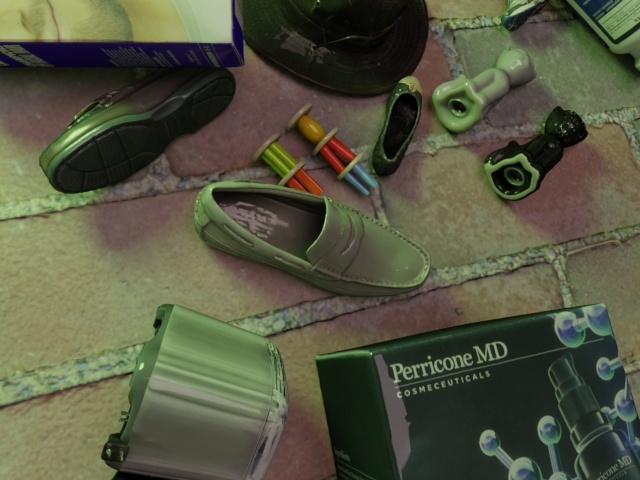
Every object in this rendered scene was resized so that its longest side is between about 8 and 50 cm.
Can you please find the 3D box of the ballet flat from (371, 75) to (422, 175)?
[{"bbox_3d":[0.121,-0.172,0.776,0.058,0.049,0.173,22,71,-11],"label":"ballet flat"}]

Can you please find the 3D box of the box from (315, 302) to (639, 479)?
[{"bbox_3d":[0.191,0.295,0.596,0.294,0.212,0.395,-8,78,-18],"label":"box"}]

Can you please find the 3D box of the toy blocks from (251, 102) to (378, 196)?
[{"bbox_3d":[-0.001,-0.099,0.720,0.148,0.054,0.123,43,68,-3],"label":"toy blocks"}]

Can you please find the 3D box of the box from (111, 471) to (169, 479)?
[{"bbox_3d":[-0.192,0.352,0.482,0.103,0.184,0.261,23,71,-10],"label":"box"}]

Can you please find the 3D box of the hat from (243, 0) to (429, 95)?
[{"bbox_3d":[0.031,-0.377,0.758,0.332,0.134,0.331,4,76,-16],"label":"hat"}]

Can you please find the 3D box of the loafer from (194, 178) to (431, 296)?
[{"bbox_3d":[0.000,0.000,0.664,0.320,0.111,0.111,13,73,-13],"label":"loafer"}]

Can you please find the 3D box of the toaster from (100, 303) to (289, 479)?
[{"bbox_3d":[-0.120,0.157,0.535,0.147,0.227,0.129,18,96,-13],"label":"toaster"}]

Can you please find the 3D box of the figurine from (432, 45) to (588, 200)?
[{"bbox_3d":[0.311,-0.200,0.829,0.209,0.092,0.214,-36,88,-29],"label":"figurine"}]

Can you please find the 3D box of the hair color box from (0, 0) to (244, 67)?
[{"bbox_3d":[-0.263,-0.303,0.603,0.339,0.110,0.185,-1,94,-1],"label":"hair color box"}]

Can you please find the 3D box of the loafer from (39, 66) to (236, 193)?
[{"bbox_3d":[-0.231,-0.154,0.659,0.084,0.096,0.268,42,60,17],"label":"loafer"}]

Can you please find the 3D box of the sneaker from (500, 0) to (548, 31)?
[{"bbox_3d":[0.344,-0.409,0.908,0.135,0.052,0.058,-39,80,-28],"label":"sneaker"}]

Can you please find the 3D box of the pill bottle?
[{"bbox_3d":[0.531,-0.422,0.906,0.264,0.153,0.153,47,69,-2],"label":"pill bottle"}]
